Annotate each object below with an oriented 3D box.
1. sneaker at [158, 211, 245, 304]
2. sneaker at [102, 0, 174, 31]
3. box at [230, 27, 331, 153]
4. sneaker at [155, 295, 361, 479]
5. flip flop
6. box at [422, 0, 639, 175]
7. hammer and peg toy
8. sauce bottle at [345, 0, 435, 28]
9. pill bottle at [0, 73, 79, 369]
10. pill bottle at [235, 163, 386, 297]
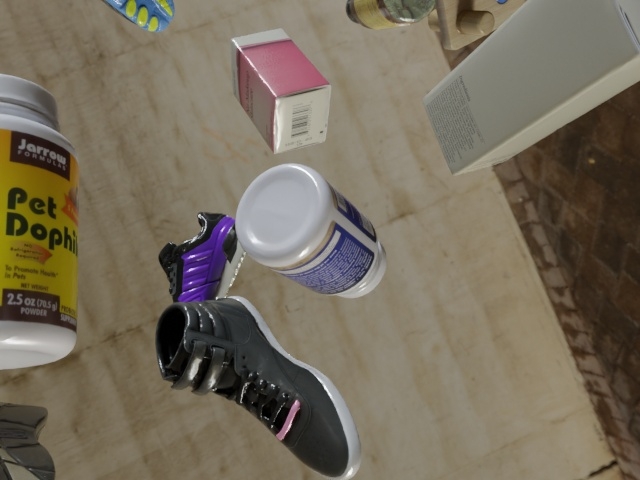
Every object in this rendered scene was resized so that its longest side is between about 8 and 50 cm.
[{"bbox_3d":[-0.243,0.077,1.088,0.146,0.293,0.102,26,165,-6],"label":"sneaker"},{"bbox_3d":[-0.242,-0.294,0.619,0.188,0.067,0.078,38,175,-41],"label":"sneaker"},{"bbox_3d":[-0.089,-0.319,1.241,0.232,0.127,0.148,56,154,34],"label":"box"},{"bbox_3d":[-0.088,0.170,0.670,0.147,0.104,0.296,6,-152,-49],"label":"sneaker"},{"bbox_3d":[-0.367,0.248,0.667,0.277,0.112,0.080,15,89,56],"label":"flip flop"},{"bbox_3d":[0.227,-0.172,0.609,0.275,0.094,0.113,-33,75,64],"label":"box"},{"bbox_3d":[0.321,-0.490,0.945,0.127,0.361,0.265,33,148,52],"label":"hammer and peg toy"},{"bbox_3d":[0.123,-0.477,1.157,0.344,0.112,0.111,-119,9,-69],"label":"sauce bottle"},{"bbox_3d":[-0.249,-0.015,0.450,0.117,0.117,0.214,91,172,-72],"label":"pill bottle"},{"bbox_3d":[0.000,0.000,0.908,0.265,0.153,0.153,36,-157,-57],"label":"pill bottle"}]
